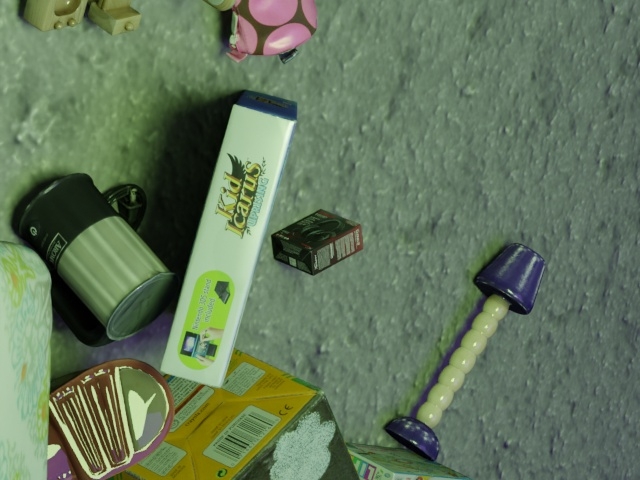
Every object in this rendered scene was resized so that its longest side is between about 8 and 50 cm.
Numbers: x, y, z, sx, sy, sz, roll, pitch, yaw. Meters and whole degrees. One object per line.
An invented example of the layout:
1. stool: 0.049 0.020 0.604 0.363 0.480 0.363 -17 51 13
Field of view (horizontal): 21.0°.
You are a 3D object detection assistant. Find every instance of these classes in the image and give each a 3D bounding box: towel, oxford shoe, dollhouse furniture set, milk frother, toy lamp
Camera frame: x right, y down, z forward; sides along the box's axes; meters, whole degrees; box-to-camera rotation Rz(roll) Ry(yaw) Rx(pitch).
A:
1. towel: -0.287 0.180 1.327 0.320 0.090 0.375 41 50 -84
2. oxford shoe: -0.301 0.210 1.550 0.348 0.130 0.123 -20 92 -18
3. dollhouse furniture set: -0.146 -0.234 1.491 0.151 0.123 0.144 -22 141 -50
4. milk frother: -0.180 0.012 1.577 0.143 0.135 0.129 -32 158 -30
5. toy lamp: 0.176 0.126 2.043 0.275 0.080 0.080 -55 137 -11

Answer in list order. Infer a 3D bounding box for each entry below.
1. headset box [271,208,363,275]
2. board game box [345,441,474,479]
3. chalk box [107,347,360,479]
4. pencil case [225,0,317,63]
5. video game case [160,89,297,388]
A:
1. headset box: 0.000 0.000 1.814 0.083 0.062 0.032 -28 126 -35
2. board game box: 0.092 0.266 1.989 0.154 0.103 0.026 14 96 -48
3. chalk box: -0.073 0.278 1.771 0.180 0.179 0.289 -43 133 -27
4. pencil case: -0.065 -0.274 1.618 0.098 0.095 0.209 -25 122 -18
5. video game case: -0.081 -0.012 1.606 0.269 0.061 0.244 -95 -159 -82
